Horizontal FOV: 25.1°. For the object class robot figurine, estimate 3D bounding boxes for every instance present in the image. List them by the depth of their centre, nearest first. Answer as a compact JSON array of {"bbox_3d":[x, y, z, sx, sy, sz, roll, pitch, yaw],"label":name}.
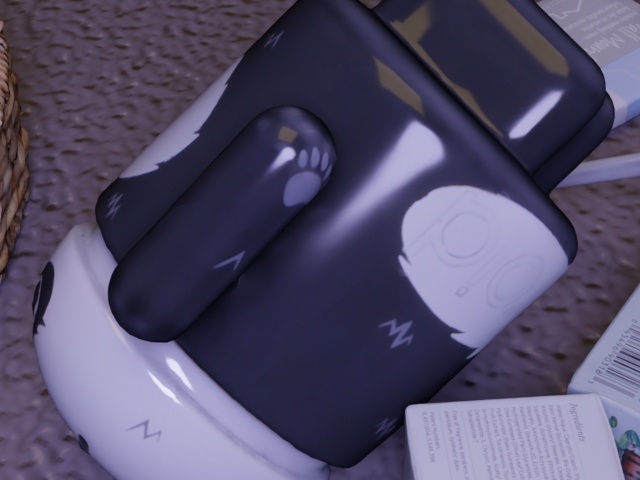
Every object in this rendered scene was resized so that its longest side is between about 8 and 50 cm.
[{"bbox_3d":[-0.002,-0.002,0.646,0.278,0.209,0.173,-44,37,8],"label":"robot figurine"}]

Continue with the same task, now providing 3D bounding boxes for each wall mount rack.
[{"bbox_3d":[0.179,-0.119,0.847,0.350,0.130,0.304,-29,49,-25],"label":"wall mount rack"}]

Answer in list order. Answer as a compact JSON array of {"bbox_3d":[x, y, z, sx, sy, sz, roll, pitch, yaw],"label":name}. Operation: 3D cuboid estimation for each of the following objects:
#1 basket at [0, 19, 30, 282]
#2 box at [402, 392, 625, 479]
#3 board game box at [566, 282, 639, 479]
[{"bbox_3d":[-0.280,-0.049,0.717,0.213,0.223,0.299,12,44,13],"label":"basket"},{"bbox_3d":[0.081,0.134,0.606,0.087,0.101,0.102,-3,44,-3],"label":"box"},{"bbox_3d":[0.294,0.087,0.658,0.303,0.097,0.224,24,50,26],"label":"board game box"}]
